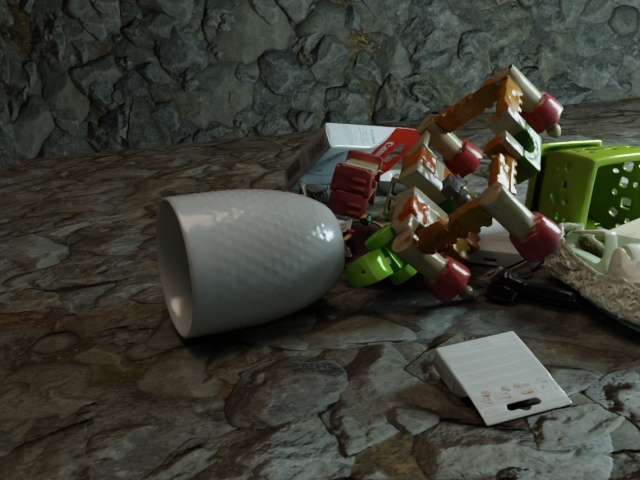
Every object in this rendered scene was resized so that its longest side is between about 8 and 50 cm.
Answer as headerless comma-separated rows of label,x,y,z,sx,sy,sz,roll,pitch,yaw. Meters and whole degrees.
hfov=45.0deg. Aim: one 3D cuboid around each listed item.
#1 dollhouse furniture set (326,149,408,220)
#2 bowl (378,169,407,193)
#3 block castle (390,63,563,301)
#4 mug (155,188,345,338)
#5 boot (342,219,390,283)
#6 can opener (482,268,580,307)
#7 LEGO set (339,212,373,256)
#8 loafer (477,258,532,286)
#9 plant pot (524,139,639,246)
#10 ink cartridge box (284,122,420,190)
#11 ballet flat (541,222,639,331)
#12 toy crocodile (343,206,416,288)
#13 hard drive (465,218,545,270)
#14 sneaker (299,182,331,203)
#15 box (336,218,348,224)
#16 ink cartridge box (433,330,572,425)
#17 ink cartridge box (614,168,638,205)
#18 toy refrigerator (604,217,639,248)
dollhouse furniture set,0.219,-0.128,2.196,0.374,0.152,0.201,15,21,10
bowl,0.263,-0.184,2.441,0.142,0.053,0.142,1,18,23
block castle,0.334,-0.109,1.567,0.303,0.213,0.453,-31,31,39
mug,-0.149,0.045,1.579,0.328,0.276,0.374,-9,-14,-23
boot,0.096,0.025,1.766,0.249,0.090,0.207,10,22,30
can opener,0.411,0.101,1.497,0.186,0.073,0.059,10,-15,36
LEGO set,0.000,0.000,1.780,0.244,0.060,0.182,-19,28,20
loafer,0.385,0.065,1.620,0.125,0.039,0.045,-12,19,-16
plant pot,0.592,-0.108,1.718,0.227,0.228,0.207,-8,24,-27
ink cartridge box,0.121,-0.254,2.469,0.385,0.091,0.308,1,-23,-28
ballet flat,0.533,0.054,1.424,0.147,0.146,0.409,-10,17,-11
toy crocodile,0.160,0.005,1.636,0.105,0.115,0.340,-32,9,37
hard drive,0.465,-0.009,1.825,0.210,0.040,0.319,7,22,36
sneaker,0.002,-0.139,2.351,0.132,0.086,0.228,-5,16,-1
box,0.039,-0.017,2.018,0.136,0.036,0.225,-22,23,-39
ink cartridge box,0.279,0.221,1.198,0.146,0.045,0.179,-11,36,-14
ink cartridge box,0.817,-0.143,2.077,0.115,0.067,0.198,-19,22,-35
toy refrigerator,0.709,0.004,1.592,0.270,0.102,0.094,-17,20,-31
